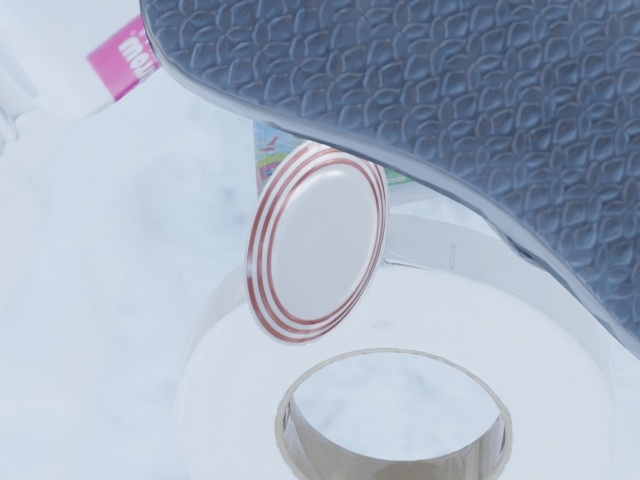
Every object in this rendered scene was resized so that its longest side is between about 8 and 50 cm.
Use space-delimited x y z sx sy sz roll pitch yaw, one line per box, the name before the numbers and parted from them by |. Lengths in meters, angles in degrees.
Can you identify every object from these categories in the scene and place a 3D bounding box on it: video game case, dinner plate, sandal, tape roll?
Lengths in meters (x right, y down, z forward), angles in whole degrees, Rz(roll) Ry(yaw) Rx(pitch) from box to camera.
video game case | 0.044 -0.088 1.841 0.212 0.193 0.023 -10 123 3
dinner plate | 0.000 0.000 1.264 0.141 0.017 0.141 -25 57 46
sandal | 0.070 -0.032 0.567 0.254 0.054 0.097 31 85 2
tape roll | 0.066 0.147 1.751 0.392 0.072 0.392 3 129 4

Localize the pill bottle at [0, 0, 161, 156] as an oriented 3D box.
pill bottle | -0.094 -0.154 0.848 0.283 0.160 0.160 -38 72 -3
